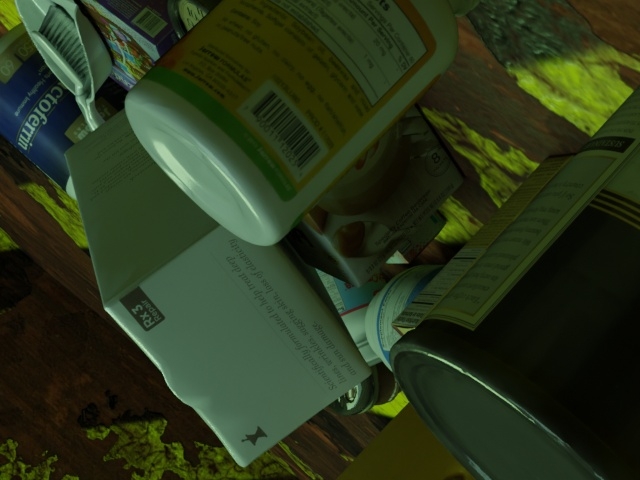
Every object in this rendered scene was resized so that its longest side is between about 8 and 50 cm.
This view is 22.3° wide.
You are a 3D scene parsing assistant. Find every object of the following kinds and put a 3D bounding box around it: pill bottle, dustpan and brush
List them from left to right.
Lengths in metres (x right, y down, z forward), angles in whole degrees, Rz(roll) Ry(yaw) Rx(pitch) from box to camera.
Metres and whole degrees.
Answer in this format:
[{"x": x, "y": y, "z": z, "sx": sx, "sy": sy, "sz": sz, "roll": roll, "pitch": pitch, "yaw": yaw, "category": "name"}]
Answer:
[{"x": -0.265, "y": -0.182, "z": 1.777, "sx": 0.147, "sy": 0.060, "sz": 0.211, "roll": 28, "pitch": 159, "yaw": 49, "category": "dustpan and brush"}, {"x": -0.300, "y": -0.145, "z": 2.036, "sx": 0.264, "sy": 0.153, "sz": 0.153, "roll": 41, "pitch": 166, "yaw": 8, "category": "pill bottle"}, {"x": 0.003, "y": -0.126, "z": 1.059, "sx": 0.136, "sy": 0.246, "sz": 0.136, "roll": 41, "pitch": 165, "yaw": 13, "category": "pill bottle"}, {"x": 0.028, "y": 0.055, "z": 1.724, "sx": 0.087, "sy": 0.087, "sz": 0.160, "roll": 116, "pitch": 132, "yaw": -75, "category": "pill bottle"}, {"x": 0.123, "y": 0.084, "z": 1.582, "sx": 0.124, "sy": 0.124, "sz": 0.221, "roll": 47, "pitch": 166, "yaw": -11, "category": "pill bottle"}]

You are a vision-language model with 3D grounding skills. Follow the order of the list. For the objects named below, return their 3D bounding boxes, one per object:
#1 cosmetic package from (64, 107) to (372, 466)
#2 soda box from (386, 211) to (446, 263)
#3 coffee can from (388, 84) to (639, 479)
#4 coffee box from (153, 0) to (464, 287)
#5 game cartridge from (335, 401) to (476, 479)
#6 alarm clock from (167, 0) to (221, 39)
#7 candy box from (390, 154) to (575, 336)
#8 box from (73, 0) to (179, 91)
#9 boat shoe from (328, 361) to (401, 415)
[{"x": -0.109, "y": 0.013, "z": 1.540, "sx": 0.217, "sy": 0.156, "sz": 0.385, "roll": 52, "pitch": -178, "yaw": -29, "category": "cosmetic package"}, {"x": 0.034, "y": -0.060, "z": 1.546, "sx": 0.183, "sy": 0.058, "sz": 0.063, "roll": 48, "pitch": 165, "yaw": -13, "category": "soda box"}, {"x": 0.202, "y": 0.030, "z": 0.897, "sx": 0.201, "sy": 0.275, "sz": 0.201, "roll": 40, "pitch": 166, "yaw": 13, "category": "coffee can"}, {"x": -0.006, "y": -0.099, "z": 1.380, "sx": 0.098, "sy": 0.141, "sz": 0.246, "roll": 24, "pitch": 157, "yaw": 55, "category": "coffee box"}, {"x": 0.163, "y": 0.147, "z": 1.242, "sx": 0.053, "sy": 0.323, "sz": 0.285, "roll": 52, "pitch": 164, "yaw": -20, "category": "game cartridge"}, {"x": -0.079, "y": -0.196, "z": 1.454, "sx": 0.129, "sy": 0.064, "sz": 0.192, "roll": 41, "pitch": 165, "yaw": 26, "category": "alarm clock"}, {"x": 0.156, "y": 0.037, "z": 1.226, "sx": 0.109, "sy": 0.187, "sz": 0.053, "roll": 47, "pitch": 166, "yaw": -14, "category": "candy box"}, {"x": -0.242, "y": -0.253, "z": 1.756, "sx": 0.293, "sy": 0.057, "sz": 0.201, "roll": 38, "pitch": 165, "yaw": 21, "category": "box"}, {"x": 0.019, "y": 0.104, "z": 1.901, "sx": 0.324, "sy": 0.120, "sz": 0.122, "roll": -136, "pitch": 40, "yaw": -54, "category": "boat shoe"}]
